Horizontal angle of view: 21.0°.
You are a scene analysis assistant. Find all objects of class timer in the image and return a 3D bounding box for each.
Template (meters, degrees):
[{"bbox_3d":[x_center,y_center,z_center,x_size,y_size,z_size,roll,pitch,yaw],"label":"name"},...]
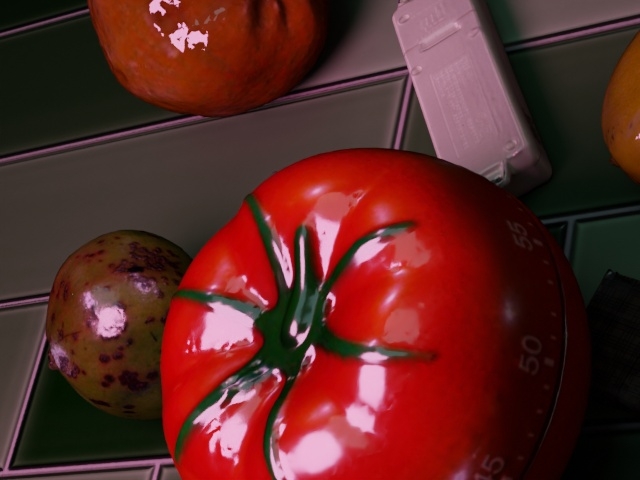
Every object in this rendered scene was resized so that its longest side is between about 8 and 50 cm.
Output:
[{"bbox_3d":[0.050,0.112,1.470,0.378,0.279,0.378,-24,53,36],"label":"timer"}]

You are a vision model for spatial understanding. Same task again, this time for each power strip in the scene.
[{"bbox_3d":[0.148,-0.160,1.764,0.098,0.058,0.338,-31,46,18],"label":"power strip"}]

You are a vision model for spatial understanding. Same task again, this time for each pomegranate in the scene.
[{"bbox_3d":[-0.160,0.080,1.752,0.248,0.202,0.202,-21,43,-11],"label":"pomegranate"}]

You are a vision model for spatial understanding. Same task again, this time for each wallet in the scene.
[{"bbox_3d":[0.312,0.103,1.454,0.230,0.042,0.124,17,74,46],"label":"wallet"}]

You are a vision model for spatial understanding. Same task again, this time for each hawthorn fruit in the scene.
[{"bbox_3d":[-0.139,-0.254,1.930,0.298,0.277,0.277,-36,36,54],"label":"hawthorn fruit"}]

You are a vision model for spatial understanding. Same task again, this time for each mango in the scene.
[{"bbox_3d":[0.345,-0.156,1.561,0.156,0.114,0.251,3,63,48],"label":"mango"}]

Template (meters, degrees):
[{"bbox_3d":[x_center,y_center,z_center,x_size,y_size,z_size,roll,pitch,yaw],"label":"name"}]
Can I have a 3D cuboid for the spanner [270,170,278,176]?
[{"bbox_3d":[0.000,0.000,1.799,0.054,0.015,0.254,-47,43,4],"label":"spanner"}]
